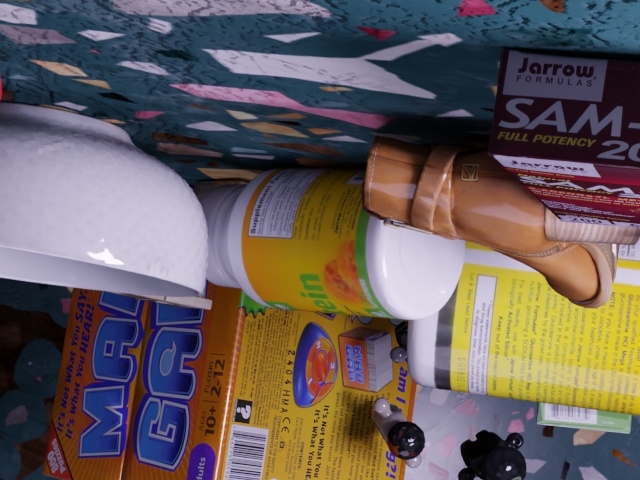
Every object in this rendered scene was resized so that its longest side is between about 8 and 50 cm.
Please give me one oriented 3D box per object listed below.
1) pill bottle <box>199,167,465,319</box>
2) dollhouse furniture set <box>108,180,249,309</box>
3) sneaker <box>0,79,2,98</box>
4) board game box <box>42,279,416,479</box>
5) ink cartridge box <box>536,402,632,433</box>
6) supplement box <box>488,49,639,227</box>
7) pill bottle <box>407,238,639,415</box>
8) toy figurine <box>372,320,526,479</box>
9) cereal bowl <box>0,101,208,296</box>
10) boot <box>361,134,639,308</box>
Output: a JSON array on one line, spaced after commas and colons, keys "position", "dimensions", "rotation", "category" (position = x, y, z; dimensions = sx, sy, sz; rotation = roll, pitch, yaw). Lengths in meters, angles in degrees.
[{"position": [0.000, 0.000, 1.602], "dimensions": [0.246, 0.136, 0.136], "rotation": [3, 171, 39], "category": "pill bottle"}, {"position": [-0.142, 0.001, 1.816], "dimensions": [0.129, 0.129, 0.184], "rotation": [13, 172, -38], "category": "dollhouse furniture set"}, {"position": [-0.324, -0.128, 1.245], "dimensions": [0.128, 0.087, 0.221], "rotation": [-7, 178, 34], "category": "sneaker"}, {"position": [-0.113, 0.186, 2.365], "dimensions": [0.356, 0.356, 0.356], "rotation": [1, 170, 45], "category": "board game box"}, {"position": [0.321, 0.142, 2.021], "dimensions": [0.109, 0.062, 0.209], "rotation": [4, -152, 12], "category": "ink cartridge box"}, {"position": [0.203, -0.060, 1.136], "dimensions": [0.130, 0.073, 0.239], "rotation": [6, 172, 20], "category": "supplement box"}, {"position": [0.261, 0.072, 1.677], "dimensions": [0.334, 0.188, 0.188], "rotation": [7, 173, 9], "category": "pill bottle"}, {"position": [0.179, 0.203, 2.192], "dimensions": [0.209, 0.213, 0.148], "rotation": [17, -176, -12], "category": "toy figurine"}, {"position": [-0.262, -0.041, 1.556], "dimensions": [0.339, 0.141, 0.339], "rotation": [8, 174, 1], "category": "cereal bowl"}, {"position": [0.141, -0.017, 1.407], "dimensions": [0.220, 0.109, 0.283], "rotation": [8, 173, 4], "category": "boot"}]
